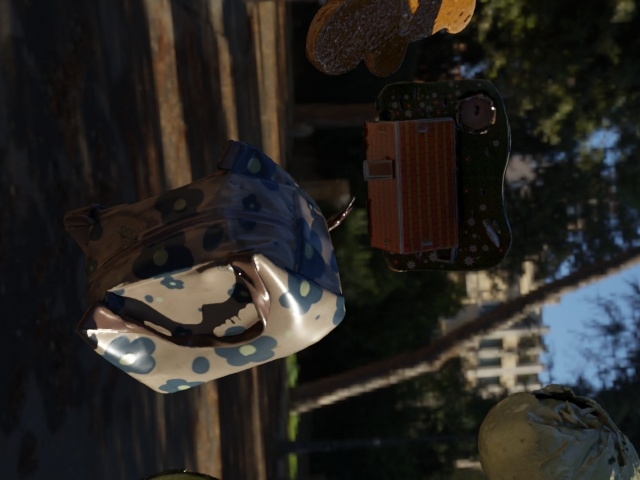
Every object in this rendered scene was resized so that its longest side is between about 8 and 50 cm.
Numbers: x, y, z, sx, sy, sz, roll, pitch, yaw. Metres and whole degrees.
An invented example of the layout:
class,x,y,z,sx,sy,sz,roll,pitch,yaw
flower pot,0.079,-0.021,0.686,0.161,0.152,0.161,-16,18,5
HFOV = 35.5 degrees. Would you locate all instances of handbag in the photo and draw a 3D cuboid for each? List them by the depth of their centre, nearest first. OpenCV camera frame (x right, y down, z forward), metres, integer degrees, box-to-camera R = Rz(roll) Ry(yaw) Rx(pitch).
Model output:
class,x,y,z,sx,sy,sz,roll,pitch,yaw
handbag,-0.124,0.029,1.002,0.193,0.251,0.190,49,24,-58

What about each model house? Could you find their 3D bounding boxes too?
class,x,y,z,sx,sy,sz,roll,pitch,yaw
model house,0.164,-0.083,1.457,0.154,0.207,0.294,-29,117,-67

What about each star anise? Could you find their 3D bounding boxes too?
class,x,y,z,sx,sy,sz,roll,pitch,yaw
star anise,-0.001,-0.002,1.696,0.140,0.144,0.158,74,10,-53

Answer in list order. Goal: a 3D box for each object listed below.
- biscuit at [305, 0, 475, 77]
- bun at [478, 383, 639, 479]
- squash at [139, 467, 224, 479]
class,x,y,z,sx,sy,sz,roll,pitch,yaw
biscuit,0.101,-0.332,1.401,0.049,0.324,0.205,36,-31,32
bun,0.371,0.314,1.540,0.259,0.259,0.152,-96,-159,-60
squash,-0.134,0.343,0.994,0.234,0.309,0.210,50,14,8
